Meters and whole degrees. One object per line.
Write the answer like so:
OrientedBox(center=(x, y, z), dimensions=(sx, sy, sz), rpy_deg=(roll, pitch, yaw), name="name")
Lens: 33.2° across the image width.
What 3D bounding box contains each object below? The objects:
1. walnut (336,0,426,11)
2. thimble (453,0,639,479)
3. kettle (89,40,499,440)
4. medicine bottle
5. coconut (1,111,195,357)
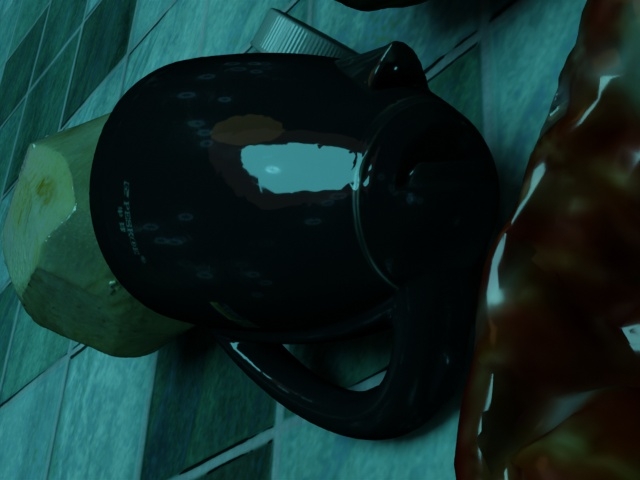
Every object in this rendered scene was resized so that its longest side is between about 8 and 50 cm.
OrientedBox(center=(0.047, -0.303, 0.771), dimensions=(0.282, 0.277, 0.253), rpy_deg=(-61, 35, 37), name="walnut")
OrientedBox(center=(0.219, 0.038, 0.277), dimensions=(0.350, 0.230, 0.350), rpy_deg=(-37, 40, 40), name="thimble")
OrientedBox(center=(0.000, 0.000, 0.752), dimensions=(0.290, 0.207, 0.268), rpy_deg=(6, 102, 49), name="kettle")
OrientedBox(center=(-0.039, -0.109, 0.953), dimensions=(0.168, 0.105, 0.105), rpy_deg=(-60, 29, 11), name="medicine bottle")
OrientedBox(center=(-0.186, -0.009, 1.016), dimensions=(0.237, 0.197, 0.237), rpy_deg=(-28, 57, 55), name="coconut")
